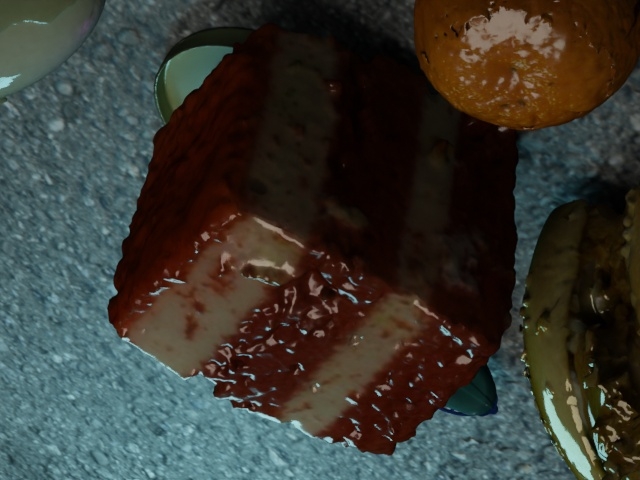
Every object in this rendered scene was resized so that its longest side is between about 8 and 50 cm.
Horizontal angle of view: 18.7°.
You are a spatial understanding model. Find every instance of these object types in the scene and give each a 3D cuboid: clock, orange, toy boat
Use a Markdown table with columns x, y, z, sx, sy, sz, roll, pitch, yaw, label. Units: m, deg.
| x | y | z | sx | sy | sz | roll | pitch | yaw | label |
| --- | --- | --- | --- | --- | --- | --- | --- | --- | --- |
| -0.057 | -0.119 | 1.954 | 0.235 | 0.029 | 0.235 | 17 | 144 | 13 | clock |
| 0.173 | -0.183 | 1.617 | 0.193 | 0.161 | 0.193 | 7 | 144 | 5 | orange |
| 0.132 | 0.138 | 2.146 | 0.175 | 0.091 | 0.110 | 39 | 177 | -24 | toy boat |

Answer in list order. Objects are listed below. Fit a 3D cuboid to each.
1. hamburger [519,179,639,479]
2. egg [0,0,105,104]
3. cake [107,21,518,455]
| x | y | z | sx | sy | sz | roll | pitch | yaw | label |
| --- | --- | --- | --- | --- | --- | --- | --- | --- | --- |
| 0.351 | 0.165 | 1.859 | 0.268 | 0.287 | 0.445 | -13 | 128 | 44 | hamburger |
| -0.346 | -0.246 | 1.748 | 0.336 | 0.278 | 0.278 | 18 | 145 | 20 | egg |
| 0.000 | 0.000 | 1.809 | 0.319 | 0.269 | 0.270 | 23 | 139 | -18 | cake |
